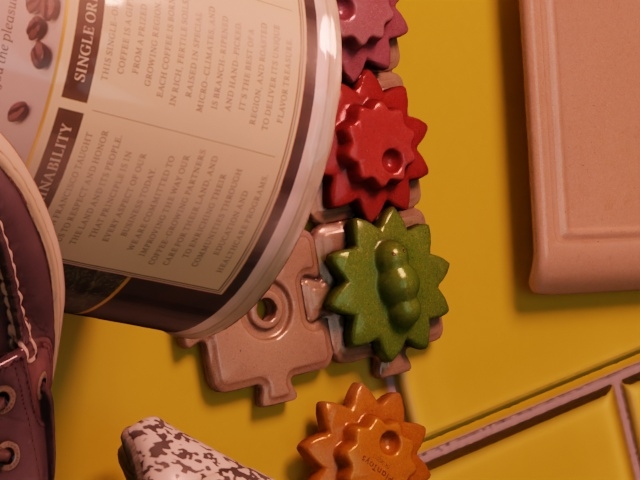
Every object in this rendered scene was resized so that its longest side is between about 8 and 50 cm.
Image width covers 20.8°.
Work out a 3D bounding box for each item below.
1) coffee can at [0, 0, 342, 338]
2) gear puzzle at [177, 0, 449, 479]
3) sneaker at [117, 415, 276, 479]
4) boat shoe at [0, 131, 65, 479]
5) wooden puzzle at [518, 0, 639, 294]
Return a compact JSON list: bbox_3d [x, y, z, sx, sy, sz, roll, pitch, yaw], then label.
[{"bbox_3d":[-0.158,-0.077,0.750,0.275,0.201,0.201,13,80,-30],"label":"coffee can"},{"bbox_3d":[0.000,0.000,0.948,0.175,0.044,0.339,-11,93,-34],"label":"gear puzzle"},{"bbox_3d":[-0.134,0.255,0.819,0.182,0.158,0.410,35,67,7],"label":"sneaker"},{"bbox_3d":[-0.149,0.076,0.688,0.103,0.092,0.285,-3,131,-13],"label":"boat shoe"},{"bbox_3d":[0.209,-0.088,1.099,0.221,0.044,0.239,-2,92,-34],"label":"wooden puzzle"}]
